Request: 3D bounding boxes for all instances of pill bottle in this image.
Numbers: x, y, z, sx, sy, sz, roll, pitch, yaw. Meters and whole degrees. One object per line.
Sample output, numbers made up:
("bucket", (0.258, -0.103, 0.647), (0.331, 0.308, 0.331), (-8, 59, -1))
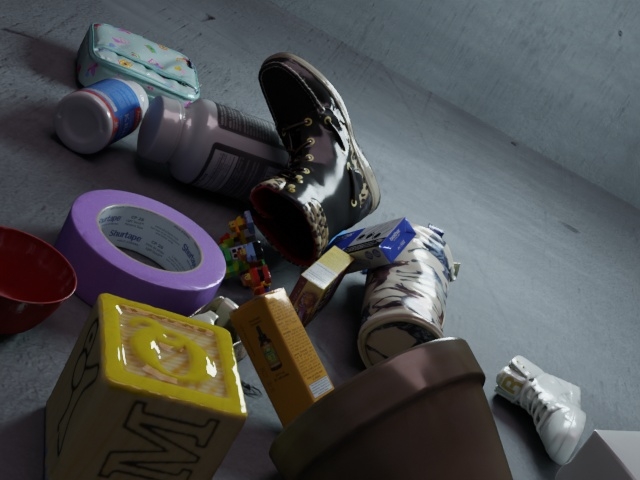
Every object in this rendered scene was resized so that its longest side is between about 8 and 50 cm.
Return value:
("pill bottle", (-0.202, -0.184, 2.269), (0.318, 0.176, 0.176), (17, 27, -27))
("pill bottle", (-0.428, -0.256, 2.221), (0.124, 0.124, 0.221), (31, 25, 4))

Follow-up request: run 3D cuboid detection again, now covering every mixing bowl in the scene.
("mixing bowl", (-0.451, 0.068, 1.586), (0.181, 0.098, 0.181), (25, 25, -12))

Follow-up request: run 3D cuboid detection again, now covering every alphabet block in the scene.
("alphabet block", (-0.228, 0.216, 1.423), (0.193, 0.197, 0.192), (18, 27, -25))

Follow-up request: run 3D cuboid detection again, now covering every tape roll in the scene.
("tape roll", (-0.298, 0.030, 1.848), (0.275, 0.090, 0.275), (24, 24, -11))

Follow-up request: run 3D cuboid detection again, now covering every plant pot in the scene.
("plant pot", (0.134, 0.334, 1.526), (0.323, 0.323, 0.280), (-4, 57, -52))

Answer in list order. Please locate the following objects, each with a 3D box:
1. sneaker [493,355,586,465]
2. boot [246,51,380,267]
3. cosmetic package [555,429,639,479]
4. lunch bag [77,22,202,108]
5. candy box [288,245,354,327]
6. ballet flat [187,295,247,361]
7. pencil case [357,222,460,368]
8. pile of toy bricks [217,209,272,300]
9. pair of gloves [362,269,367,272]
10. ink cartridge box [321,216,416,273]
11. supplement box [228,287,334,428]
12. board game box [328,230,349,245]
("sneaker", (0.397, 0.309, 2.076), (0.169, 0.108, 0.292), (29, 14, 2))
("boot", (-0.045, -0.152, 2.136), (0.377, 0.138, 0.284), (62, 37, -17))
("cosmetic package", (0.562, 0.439, 1.879), (0.365, 0.197, 0.155), (7, 33, -38))
("lunch bag", (-0.402, -0.373, 2.499), (0.279, 0.108, 0.224), (19, 26, -22))
("candy box", (-0.008, 0.089, 2.033), (0.053, 0.109, 0.186), (33, 25, 9))
("ballet flat", (-0.173, 0.148, 1.732), (0.107, 0.106, 0.316), (32, 23, 10))
("pencil case", (0.170, 0.116, 2.091), (0.183, 0.160, 0.410), (4, 27, 6))
("pile of toy bricks", (-0.154, 0.042, 1.998), (0.105, 0.118, 0.212), (-16, 48, -5))
("pair of gloves", (0.170, 0.080, 2.360), (0.198, 0.023, 0.159), (40, 26, 21))
("ink cartridge box", (0.081, 0.017, 2.143), (0.097, 0.207, 0.046), (-46, 108, -36))
("supplement box", (-0.048, 0.193, 1.703), (0.080, 0.078, 0.233), (-22, 84, -60))
("board game box", (0.000, 0.000, 2.316), (0.133, 0.033, 0.169), (19, 20, -11))
